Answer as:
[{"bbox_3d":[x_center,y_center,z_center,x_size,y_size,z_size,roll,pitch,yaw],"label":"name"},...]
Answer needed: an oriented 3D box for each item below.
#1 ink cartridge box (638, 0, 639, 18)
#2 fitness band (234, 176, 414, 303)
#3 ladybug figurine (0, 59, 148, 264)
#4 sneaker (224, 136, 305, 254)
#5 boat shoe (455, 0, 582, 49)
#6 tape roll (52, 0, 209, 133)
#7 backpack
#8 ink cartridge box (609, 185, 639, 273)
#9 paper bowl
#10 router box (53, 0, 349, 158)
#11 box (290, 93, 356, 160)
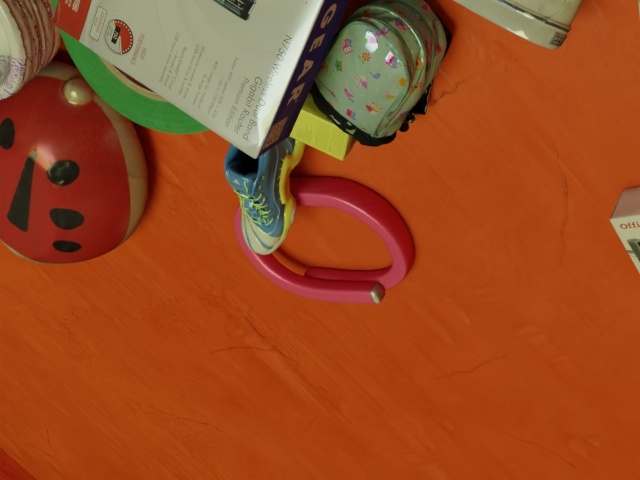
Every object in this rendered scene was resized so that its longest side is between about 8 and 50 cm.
[{"bbox_3d":[0.363,-0.264,0.804,0.198,0.197,0.270,13,155,28],"label":"ink cartridge box"},{"bbox_3d":[0.000,0.000,1.553,0.291,0.054,0.209,1,131,36],"label":"fitness band"},{"bbox_3d":[-0.434,-0.103,1.694,0.305,0.162,0.449,33,143,4],"label":"ladybug figurine"},{"bbox_3d":[-0.093,-0.075,1.437,0.091,0.126,0.240,27,123,27],"label":"sneaker"},{"bbox_3d":[0.150,-0.296,1.087,0.267,0.096,0.088,36,115,22],"label":"boat shoe"},{"bbox_3d":[-0.177,-0.293,1.271,0.321,0.077,0.321,12,118,24],"label":"tape roll"},{"bbox_3d":[0.070,-0.202,1.227,0.152,0.115,0.182,40,141,0],"label":"backpack"},{"bbox_3d":[0.413,0.002,1.223,0.099,0.056,0.135,-10,124,45],"label":"ink cartridge box"},{"bbox_3d":[-0.490,-0.351,1.481,0.284,0.148,0.284,22,142,19],"label":"paper bowl"},{"bbox_3d":[-0.114,-0.308,1.128,0.301,0.082,0.335,34,125,11],"label":"router box"},{"bbox_3d":[-0.050,-0.192,1.357,0.232,0.087,0.058,27,142,13],"label":"box"}]
